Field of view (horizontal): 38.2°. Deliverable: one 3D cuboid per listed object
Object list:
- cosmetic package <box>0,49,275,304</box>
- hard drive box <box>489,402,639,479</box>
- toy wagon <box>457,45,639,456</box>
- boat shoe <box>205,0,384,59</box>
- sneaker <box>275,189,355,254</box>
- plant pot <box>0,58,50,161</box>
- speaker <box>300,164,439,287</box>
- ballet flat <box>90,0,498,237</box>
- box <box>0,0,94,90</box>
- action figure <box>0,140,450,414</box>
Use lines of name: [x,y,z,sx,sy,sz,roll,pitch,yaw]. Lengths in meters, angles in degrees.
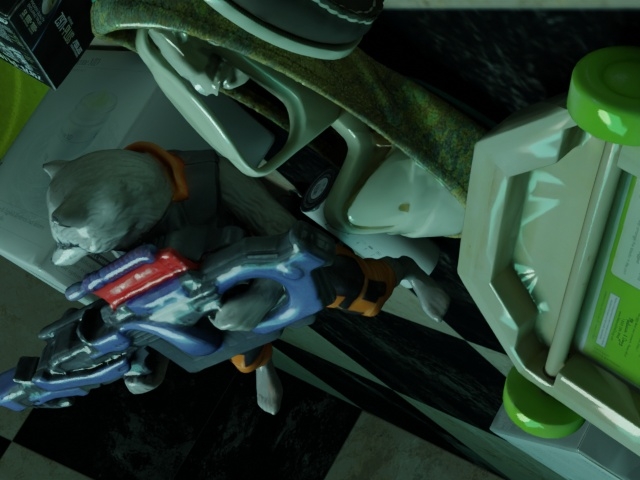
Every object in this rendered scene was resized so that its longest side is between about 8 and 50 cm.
cosmetic package: [-0.201,-0.056,0.887,0.224,0.225,0.138,15,160,51]
hard drive box: [0.345,0.252,1.135,0.181,0.089,0.232,33,168,-10]
toy wagon: [0.221,0.062,0.468,0.344,0.068,0.267,34,146,28]
boat shoe: [-0.048,-0.169,0.417,0.227,0.081,0.068,35,138,-27]
sneaker: [0.002,-0.002,1.030,0.170,0.051,0.089,43,168,-33]
plant pot: [-0.547,-0.181,1.035,0.353,0.366,0.366,38,171,23]
speaker: [0.049,-0.011,0.874,0.136,0.055,0.055,36,167,-23]
ballet flat: [0.008,-0.072,0.589,0.348,0.123,0.123,35,167,-18]
box: [-0.294,-0.226,0.780,0.180,0.077,0.147,30,168,6]
action figure: [-0.101,0.034,0.731,0.341,0.179,0.330,-20,146,26]
